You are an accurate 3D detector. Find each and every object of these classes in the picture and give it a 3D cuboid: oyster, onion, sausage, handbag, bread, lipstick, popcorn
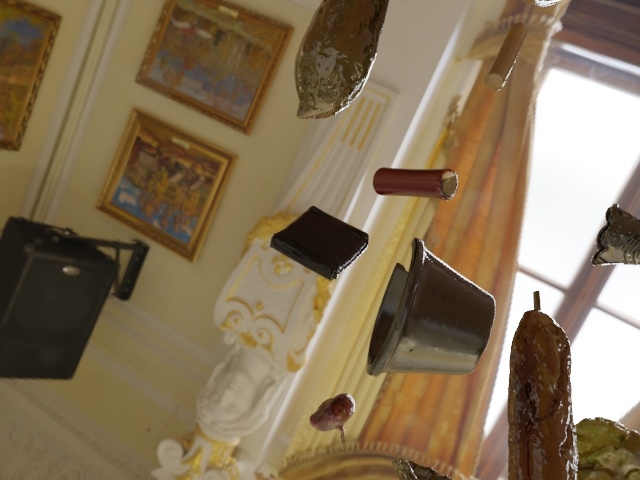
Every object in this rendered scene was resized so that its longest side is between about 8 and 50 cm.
[{"bbox_3d":[0.226,0.529,1.286,0.177,0.056,0.105,18,-169,37],"label":"oyster"},{"bbox_3d":[0.051,0.543,1.763,0.140,0.150,0.150,60,-162,7],"label":"onion"},{"bbox_3d":[0.565,-0.561,1.774,0.065,0.301,0.066,23,146,16],"label":"sausage"},{"bbox_3d":[0.000,0.000,1.806,0.247,0.080,0.223,28,-137,22],"label":"handbag"},{"bbox_3d":[0.318,0.225,0.837,0.084,0.344,0.124,-7,147,30],"label":"bread"},{"bbox_3d":[0.237,-0.147,1.490,0.080,0.080,0.241,15,177,-39],"label":"lipstick"},{"bbox_3d":[0.639,0.519,1.321,0.206,0.251,0.237,38,-123,21],"label":"popcorn"}]

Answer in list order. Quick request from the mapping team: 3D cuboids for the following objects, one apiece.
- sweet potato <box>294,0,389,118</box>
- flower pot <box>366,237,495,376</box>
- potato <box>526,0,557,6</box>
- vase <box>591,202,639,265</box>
[{"bbox_3d":[0.053,-0.386,0.978,0.130,0.423,0.130,18,174,2],"label":"sweet potato"},{"bbox_3d":[0.285,0.213,1.505,0.251,0.379,0.379,21,-169,0],"label":"flower pot"},{"bbox_3d":[0.383,-0.500,1.029,0.173,0.140,0.300,25,-142,-13],"label":"potato"},{"bbox_3d":[0.596,0.020,0.980,0.237,0.115,0.115,16,-172,18],"label":"vase"}]
